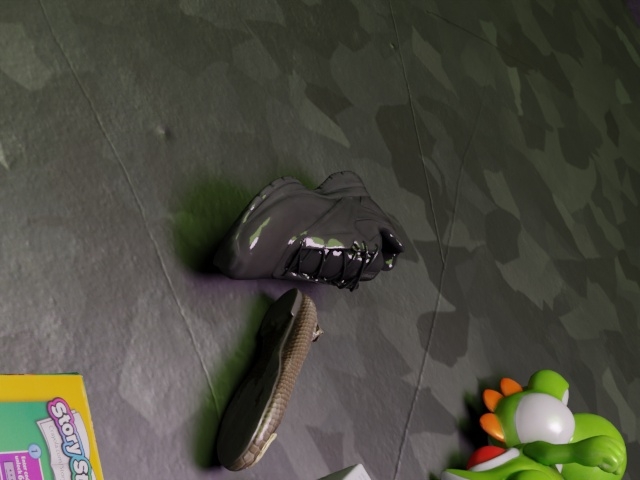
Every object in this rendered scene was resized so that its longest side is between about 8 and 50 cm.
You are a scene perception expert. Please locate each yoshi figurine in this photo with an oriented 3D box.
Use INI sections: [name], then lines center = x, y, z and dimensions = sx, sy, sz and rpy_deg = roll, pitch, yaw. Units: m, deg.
[yoshi figurine]
center = 0.283, 0.301, 1.384
dimensions = 0.203, 0.203, 0.362
rpy_deg = 64, 30, -23

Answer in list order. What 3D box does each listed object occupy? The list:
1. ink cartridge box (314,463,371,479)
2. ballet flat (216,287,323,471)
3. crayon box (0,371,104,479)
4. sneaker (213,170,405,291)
[ink cartridge box]
center = -0.016, 0.311, 1.046
dimensions = 0.128, 0.127, 0.176
rpy_deg = 59, 36, -2
[ballet flat]
center = -0.043, 0.143, 1.179
dimensions = 0.058, 0.084, 0.250
rpy_deg = 44, 32, -18
[crayon box]
center = -0.209, 0.223, 0.721
dimensions = 0.165, 0.081, 0.278
rpy_deg = 9, 60, -51
[sneaker]
center = 0.000, 0.000, 1.275
dimensions = 0.130, 0.109, 0.286
rpy_deg = 45, 33, 19
